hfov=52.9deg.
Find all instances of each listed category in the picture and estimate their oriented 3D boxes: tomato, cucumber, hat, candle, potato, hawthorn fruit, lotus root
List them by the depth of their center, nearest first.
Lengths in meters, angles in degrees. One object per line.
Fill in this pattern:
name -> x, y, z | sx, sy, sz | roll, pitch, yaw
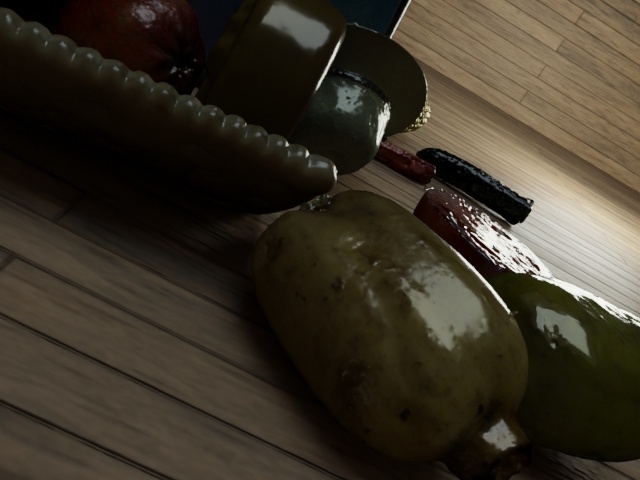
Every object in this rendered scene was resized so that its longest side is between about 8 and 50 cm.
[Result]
lotus root -> 0.054, 0.067, 0.508 | 0.284, 0.160, 0.146 | 52, -8, 29
potato -> 0.237, 0.121, 0.621 | 0.228, 0.148, 0.197 | 7, 47, -41
hawthorn fruit -> -0.227, -0.222, 0.736 | 0.193, 0.157, 0.157 | 26, 20, 25
tomato -> 0.206, 0.024, 0.851 | 0.224, 0.085, 0.225 | 29, 21, -12
hat -> 0.014, -0.166, 0.896 | 0.257, 0.257, 0.130 | 22, 62, -21
candle -> 0.136, -0.154, 1.155 | 0.162, 0.048, 0.053 | 25, 42, -15
cucumber -> 0.298, -0.117, 1.262 | 0.245, 0.067, 0.067 | 33, 24, 4

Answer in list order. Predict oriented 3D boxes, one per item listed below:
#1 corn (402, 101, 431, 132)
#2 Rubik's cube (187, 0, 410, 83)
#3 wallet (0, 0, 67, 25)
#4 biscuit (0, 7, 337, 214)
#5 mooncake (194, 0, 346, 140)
corn -> 0.125, -0.263, 1.281 | 0.115, 0.115, 0.317 | 42, 23, 22
Rubik's cube -> -0.059, -0.405, 1.058 | 0.318, 0.313, 0.316 | 19, 26, -20
wallet -> -0.306, -0.309, 0.753 | 0.168, 0.245, 0.052 | -4, 85, -47
biscuit -> -0.161, -0.098, 0.579 | 0.324, 0.044, 0.217 | 23, -10, -21
mooncake -> -0.062, -0.189, 0.723 | 0.117, 0.235, 0.235 | 26, 24, -11
